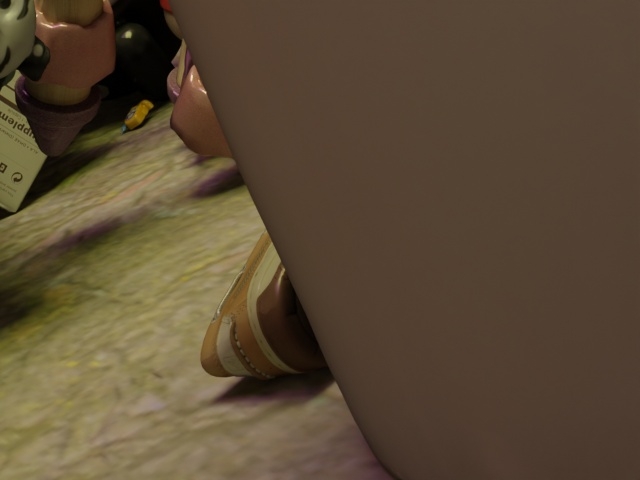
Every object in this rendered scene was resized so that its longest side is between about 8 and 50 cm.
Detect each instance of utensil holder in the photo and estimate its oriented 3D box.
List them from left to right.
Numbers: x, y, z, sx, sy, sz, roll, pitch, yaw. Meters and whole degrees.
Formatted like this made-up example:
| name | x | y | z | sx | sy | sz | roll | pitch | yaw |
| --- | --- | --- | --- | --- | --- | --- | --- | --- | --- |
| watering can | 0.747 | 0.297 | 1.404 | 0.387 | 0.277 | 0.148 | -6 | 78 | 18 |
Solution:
| name | x | y | z | sx | sy | sz | roll | pitch | yaw |
| --- | --- | --- | --- | --- | --- | --- | --- | --- | --- |
| utensil holder | 0.088 | -0.148 | 0.489 | 0.328 | 0.385 | 0.327 | -19 | 17 | 6 |

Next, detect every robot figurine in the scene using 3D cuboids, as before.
| name | x | y | z | sx | sy | sz | roll | pitch | yaw |
| --- | --- | --- | --- | --- | --- | --- | --- | --- | --- |
| robot figurine | -0.211 | -0.229 | 1.317 | 0.209 | 0.173 | 0.278 | 12 | -14 | 13 |

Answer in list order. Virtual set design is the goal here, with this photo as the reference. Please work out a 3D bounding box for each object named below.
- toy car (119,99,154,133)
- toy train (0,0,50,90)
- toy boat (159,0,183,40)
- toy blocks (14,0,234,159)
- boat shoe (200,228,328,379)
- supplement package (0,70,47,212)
| name | x | y | z | sx | sy | sz | roll | pitch | yaw |
| --- | --- | --- | --- | --- | --- | --- | --- | --- | --- |
| toy car | -0.208 | -0.107 | 1.255 | 0.122 | 0.060 | 0.040 | -16 | 28 | 20 |
| toy train | -0.282 | -0.134 | 0.883 | 0.334 | 0.190 | 0.142 | -2 | 68 | 60 |
| toy boat | -0.019 | -0.243 | 1.239 | 0.231 | 0.151 | 0.151 | 2 | 23 | 10 |
| toy blocks | -0.052 | -0.158 | 1.030 | 0.309 | 0.260 | 0.288 | 6 | 39 | -11 |
| boat shoe | 0.000 | 0.000 | 0.694 | 0.072 | 0.068 | 0.190 | -23 | 13 | 36 |
| supplement package | -0.337 | -0.138 | 1.187 | 0.262 | 0.204 | 0.145 | 7 | 68 | 57 |
